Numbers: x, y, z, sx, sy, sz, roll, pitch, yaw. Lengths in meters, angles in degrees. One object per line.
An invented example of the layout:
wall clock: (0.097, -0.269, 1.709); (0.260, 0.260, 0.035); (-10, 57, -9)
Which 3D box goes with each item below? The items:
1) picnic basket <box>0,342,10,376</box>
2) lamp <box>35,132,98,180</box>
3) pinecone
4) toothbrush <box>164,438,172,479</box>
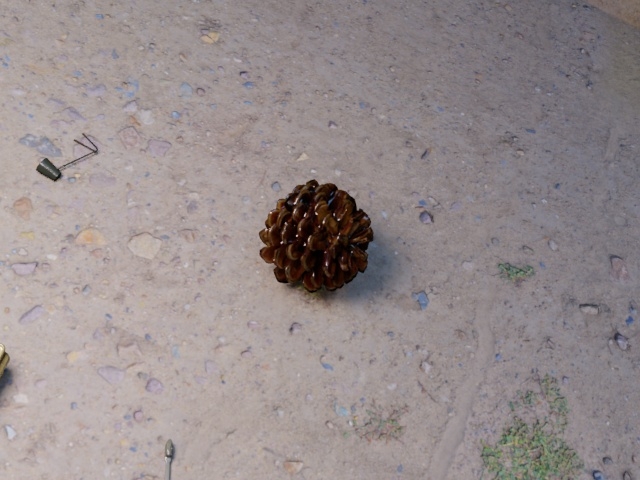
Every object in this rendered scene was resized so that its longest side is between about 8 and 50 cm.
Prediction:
picnic basket: (-0.583, 0.199, 1.288); (0.164, 0.079, 0.115); (24, 52, -5)
lamp: (-0.492, -0.158, 1.611); (0.054, 0.041, 0.121); (39, 53, -4)
pinecone: (0.000, 0.000, 1.568); (0.221, 0.221, 0.221); (11, 53, -16)
toothbrush: (-0.247, 0.412, 1.322); (0.014, 0.017, 0.194); (6, 57, -12)
